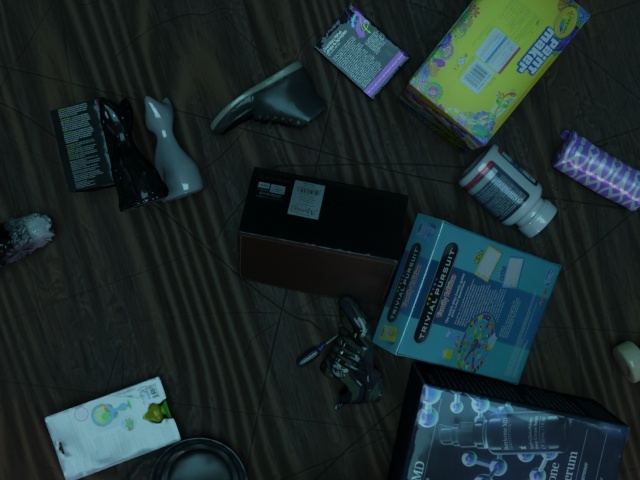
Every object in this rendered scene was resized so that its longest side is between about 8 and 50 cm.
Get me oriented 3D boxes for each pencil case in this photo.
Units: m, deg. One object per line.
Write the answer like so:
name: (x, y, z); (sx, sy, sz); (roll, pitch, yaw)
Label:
pencil case: (0.561, -0.139, 1.788); (0.206, 0.086, 0.088); (29, 58, -4)

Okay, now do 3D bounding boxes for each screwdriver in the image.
screwdriver: (0.020, 0.199, 1.834); (0.170, 0.024, 0.025); (-40, 64, -5)

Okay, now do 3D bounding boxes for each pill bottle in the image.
pill bottle: (0.369, -0.093, 1.775); (0.180, 0.108, 0.108); (42, 92, -2)

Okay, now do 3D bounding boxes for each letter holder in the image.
letter holder: (0.000, 0.000, 1.772); (0.301, 0.214, 0.152); (11, 61, 1)

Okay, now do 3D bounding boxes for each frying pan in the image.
frying pan: (-0.180, 0.495, 1.829); (0.326, 0.053, 0.197); (3, 93, -2)

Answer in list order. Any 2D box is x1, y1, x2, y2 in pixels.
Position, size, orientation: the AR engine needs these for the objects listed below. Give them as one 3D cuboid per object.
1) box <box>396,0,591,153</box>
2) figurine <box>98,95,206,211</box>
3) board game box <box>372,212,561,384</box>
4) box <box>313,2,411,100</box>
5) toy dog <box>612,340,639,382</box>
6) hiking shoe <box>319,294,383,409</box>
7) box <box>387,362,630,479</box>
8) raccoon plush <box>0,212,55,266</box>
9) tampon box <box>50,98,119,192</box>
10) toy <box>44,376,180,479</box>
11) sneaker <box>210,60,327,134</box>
box: (0.305, -0.332, 1.678); (0.177, 0.279, 0.290); (39, 93, -2)
figurine: (-0.325, -0.177, 1.732); (0.092, 0.215, 0.210); (-17, 92, 28)
board game box: (0.283, 0.116, 1.715); (0.336, 0.079, 0.254); (18, 92, -35)
box: (0.082, -0.374, 1.800); (0.162, 0.029, 0.116); (42, 91, -3)
toy dog: (0.722, 0.315, 1.770); (0.333, 0.161, 0.220); (45, 92, -2)
hiking shoe: (0.051, 0.224, 1.790); (0.114, 0.086, 0.227); (-14, 97, -8)
box: (0.345, 0.432, 1.749); (0.395, 0.212, 0.294); (12, 93, 0)
raccoon plush: (-0.789, -0.015, 1.777); (0.446, 0.216, 0.299); (-28, 78, -28)
tampon box: (-0.435, -0.182, 1.753); (0.101, 0.120, 0.161); (-11, 93, 11)
toy: (-0.413, 0.376, 1.820); (0.237, 0.056, 0.137); (-19, 89, -4)
sneaker: (-0.101, -0.246, 1.777); (0.222, 0.083, 0.118); (-34, 93, 0)
